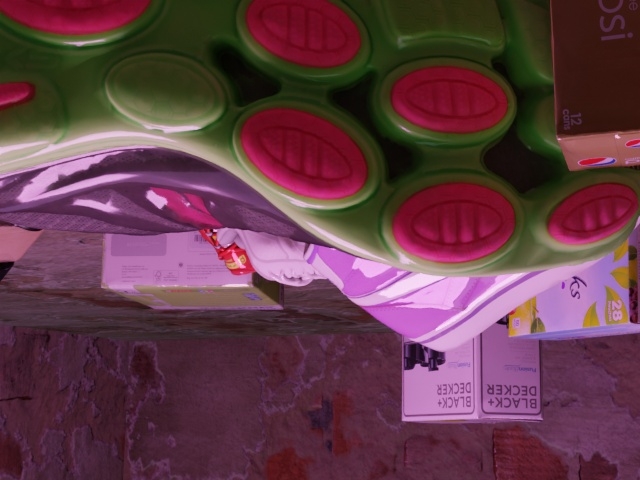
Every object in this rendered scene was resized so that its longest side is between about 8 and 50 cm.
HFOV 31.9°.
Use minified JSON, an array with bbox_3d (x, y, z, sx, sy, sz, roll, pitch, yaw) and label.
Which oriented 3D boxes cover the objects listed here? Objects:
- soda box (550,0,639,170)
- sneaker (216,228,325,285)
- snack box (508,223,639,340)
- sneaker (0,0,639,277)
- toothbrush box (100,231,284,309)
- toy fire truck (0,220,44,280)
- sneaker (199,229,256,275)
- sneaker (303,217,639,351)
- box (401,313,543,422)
[{"bbox_3d":[0.135,-0.127,0.511,0.058,0.181,0.061,-4,169,18],"label":"soda box"},{"bbox_3d":[0.000,0.000,1.119,0.110,0.118,0.292,20,-174,-44],"label":"sneaker"},{"bbox_3d":[0.257,-0.013,1.072,0.070,0.207,0.174,6,170,-28],"label":"snack box"},{"bbox_3d":[-0.060,-0.084,0.625,0.483,0.185,0.202,9,179,4],"label":"sneaker"},{"bbox_3d":[-0.171,0.027,1.589,0.206,0.122,0.283,-1,169,7],"label":"toothbrush box"},{"bbox_3d":[-0.416,-0.065,1.089,0.158,0.246,0.217,-45,162,25],"label":"toy fire truck"},{"bbox_3d":[-0.102,-0.020,1.323,0.107,0.118,0.279,-7,167,35],"label":"sneaker"},{"bbox_3d":[0.094,-0.042,0.691,0.161,0.102,0.282,33,127,-17],"label":"sneaker"},{"bbox_3d":[0.169,0.062,1.274,0.087,0.290,0.169,5,170,-25],"label":"box"}]
